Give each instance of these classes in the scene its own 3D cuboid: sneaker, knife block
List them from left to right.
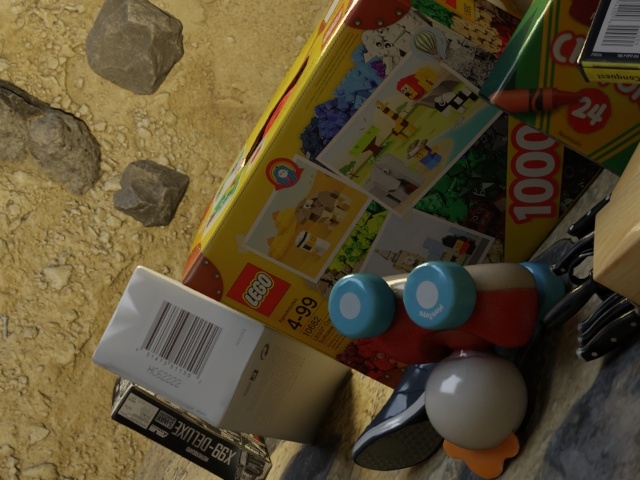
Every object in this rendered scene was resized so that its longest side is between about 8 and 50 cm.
[{"bbox_3d":[0.123,0.187,1.547,0.226,0.086,0.163,-43,31,32],"label":"sneaker"},{"bbox_3d":[0.317,0.013,1.128,0.242,0.088,0.276,-63,12,0],"label":"knife block"}]

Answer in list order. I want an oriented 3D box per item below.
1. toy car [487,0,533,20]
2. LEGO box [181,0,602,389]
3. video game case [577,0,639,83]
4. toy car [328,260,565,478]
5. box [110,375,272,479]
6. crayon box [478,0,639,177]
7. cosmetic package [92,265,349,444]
[{"bbox_3d":[0.213,-0.324,1.670,0.136,0.182,0.159,-31,-10,40],"label":"toy car"},{"bbox_3d":[0.100,-0.085,1.596,0.500,0.373,0.193,-56,13,31],"label":"LEGO box"},{"bbox_3d":[0.402,-0.262,1.141,0.248,0.035,0.274,9,65,35],"label":"video game case"},{"bbox_3d":[0.151,0.148,1.343,0.210,0.219,0.237,-10,82,41],"label":"toy car"},{"bbox_3d":[-0.250,0.348,2.304,0.076,0.307,0.242,-58,12,2],"label":"box"},{"bbox_3d":[0.343,-0.247,1.324,0.318,0.202,0.081,-61,11,11],"label":"crayon box"},{"bbox_3d":[-0.138,0.191,1.880,0.161,0.230,0.453,-65,-21,-4],"label":"cosmetic package"}]
